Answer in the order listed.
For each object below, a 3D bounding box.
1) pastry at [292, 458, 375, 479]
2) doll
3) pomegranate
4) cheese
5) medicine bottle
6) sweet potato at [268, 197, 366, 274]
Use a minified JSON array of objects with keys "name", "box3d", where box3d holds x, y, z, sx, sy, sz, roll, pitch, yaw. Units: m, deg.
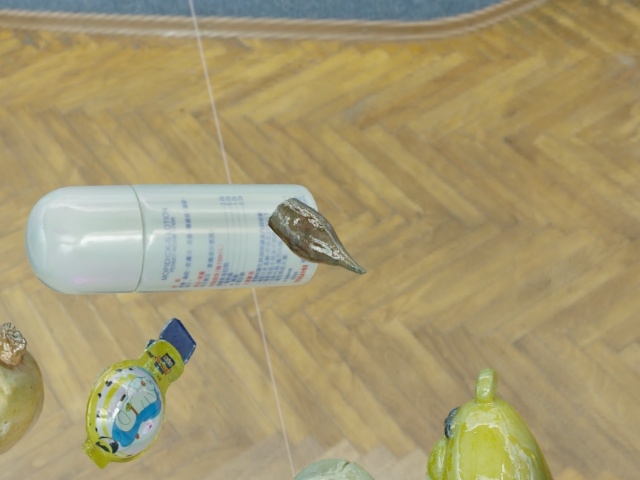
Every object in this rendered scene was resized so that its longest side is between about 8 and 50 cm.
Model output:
[{"name":"pastry","box3d":[0.018,0.378,1.370,0.156,0.092,0.156,0,91,15]},{"name":"doll","box3d":[0.240,0.410,1.295,0.161,0.348,0.423,-5,64,23]},{"name":"pomegranate","box3d":[-0.528,0.242,1.564,0.207,0.207,0.207,-4,47,4]},{"name":"cheese","box3d":[-0.267,0.223,1.492,0.064,0.157,0.250,1,45,38]},{"name":"medicine bottle","box3d":[-0.177,-0.002,1.198,0.340,0.130,0.130,-2,43,-26]},{"name":"sweet potato","box3d":[0.000,0.000,0.988,0.117,0.049,0.049,36,60,22]}]
